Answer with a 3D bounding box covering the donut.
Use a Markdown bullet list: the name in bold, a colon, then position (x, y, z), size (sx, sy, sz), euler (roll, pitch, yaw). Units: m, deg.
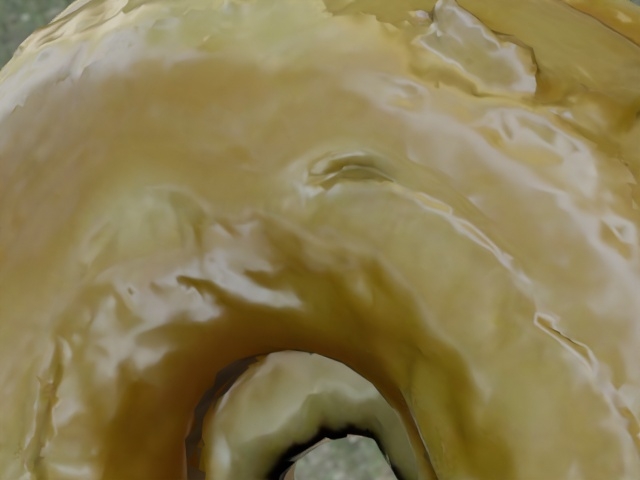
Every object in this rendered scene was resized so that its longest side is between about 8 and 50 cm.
- **donut**: position (0.015, 0.089, 0.683), size (0.448, 0.198, 0.449), euler (0, 89, 23)
